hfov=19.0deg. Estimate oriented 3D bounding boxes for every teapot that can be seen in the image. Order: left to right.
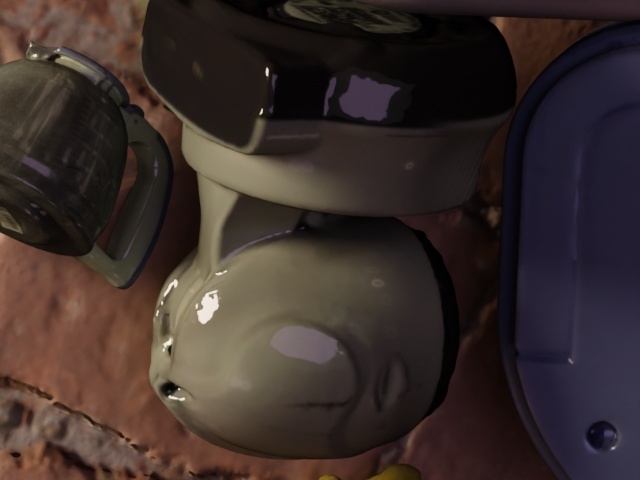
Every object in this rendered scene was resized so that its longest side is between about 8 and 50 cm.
[{"bbox_3d":[-0.143,-0.049,1.098,0.149,0.111,0.108,31,71,-13],"label":"teapot"}]

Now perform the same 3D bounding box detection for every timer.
[{"bbox_3d":[0.295,0.048,1.170,0.395,0.173,0.394,2,102,10],"label":"timer"}]

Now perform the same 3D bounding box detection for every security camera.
[{"bbox_3d":[0.000,0.000,1.101,0.191,0.197,0.277,-2,110,-30],"label":"security camera"}]

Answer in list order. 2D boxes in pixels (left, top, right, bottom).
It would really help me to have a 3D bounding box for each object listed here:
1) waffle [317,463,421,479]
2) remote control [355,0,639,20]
[{"bbox_3d":[0.018,0.284,1.142,0.309,0.065,0.283,-32,75,-26],"label":"waffle"},{"bbox_3d":[0.092,-0.208,1.116,0.332,0.221,0.103,-2,133,-22],"label":"remote control"}]
